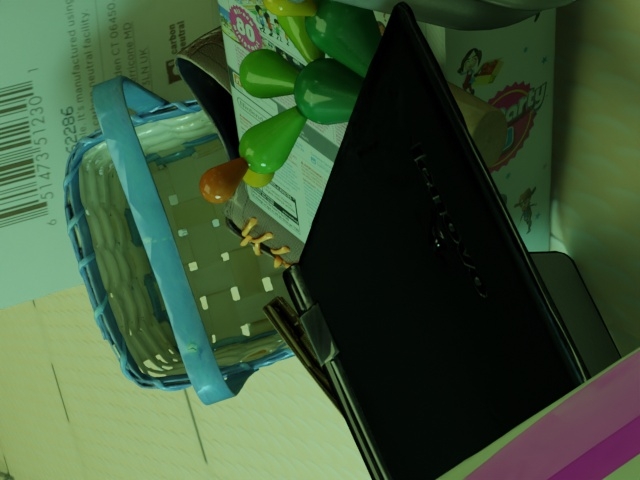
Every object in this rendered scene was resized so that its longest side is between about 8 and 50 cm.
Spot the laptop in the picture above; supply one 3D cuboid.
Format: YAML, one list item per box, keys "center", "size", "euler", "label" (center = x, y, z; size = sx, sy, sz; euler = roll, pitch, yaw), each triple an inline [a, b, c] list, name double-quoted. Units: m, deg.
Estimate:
- center: [0.163, 0.122, 0.879]
  size: [0.236, 0.408, 0.382]
  euler: [-38, 67, 35]
  label: "laptop"

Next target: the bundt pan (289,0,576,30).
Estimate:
- center: [0.097, -0.233, 0.773]
  size: [0.331, 0.124, 0.331]
  euler: [-159, 90, -76]
  label: "bundt pan"

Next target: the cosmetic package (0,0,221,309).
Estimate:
- center: [-0.303, -0.186, 1.724]
  size: [0.393, 0.327, 0.329]
  euler: [48, 149, 47]
  label: "cosmetic package"

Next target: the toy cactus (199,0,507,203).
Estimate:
- center: [0.014, -0.076, 1.001]
  size: [0.180, 0.112, 0.219]
  euler: [20, 128, 38]
  label: "toy cactus"

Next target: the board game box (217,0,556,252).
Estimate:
- center: [0.037, -0.106, 1.133]
  size: [0.224, 0.097, 0.303]
  euler: [38, 150, 35]
  label: "board game box"

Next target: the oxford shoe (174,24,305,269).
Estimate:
- center: [0.000, 0.000, 1.359]
  size: [0.363, 0.133, 0.130]
  euler: [66, 159, 17]
  label: "oxford shoe"

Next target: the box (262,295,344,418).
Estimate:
- center: [0.044, 0.144, 1.390]
  size: [0.201, 0.021, 0.164]
  euler: [51, 179, -43]
  label: "box"

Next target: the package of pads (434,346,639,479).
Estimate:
- center: [0.176, 0.089, 0.499]
  size: [0.229, 0.296, 0.101]
  euler: [33, 152, 60]
  label: "package of pads"

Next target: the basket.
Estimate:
- center: [-0.103, -0.005, 1.483]
  size: [0.289, 0.201, 0.254]
  euler: [-18, -90, -79]
  label: "basket"
